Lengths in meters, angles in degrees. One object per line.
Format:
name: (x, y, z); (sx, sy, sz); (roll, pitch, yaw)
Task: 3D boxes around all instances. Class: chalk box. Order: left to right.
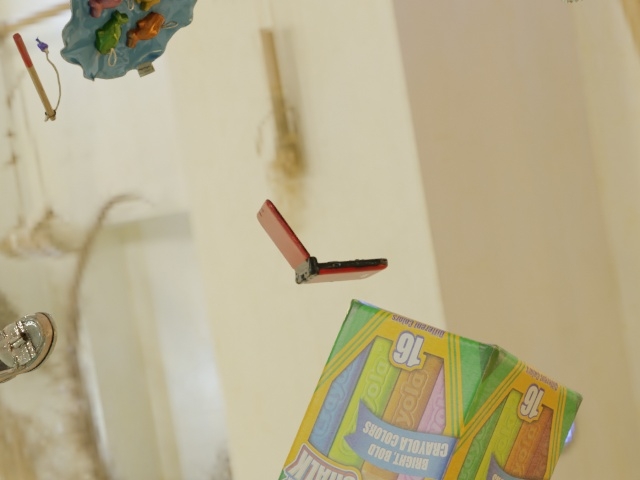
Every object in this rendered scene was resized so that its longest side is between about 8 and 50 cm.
chalk box: (0.064, 0.170, 1.013); (0.132, 0.213, 0.132); (16, -8, 40)

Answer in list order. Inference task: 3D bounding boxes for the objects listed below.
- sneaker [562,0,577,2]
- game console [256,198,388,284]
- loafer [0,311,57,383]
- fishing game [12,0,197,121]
sneaker: (0.243, -0.304, 0.993); (0.293, 0.146, 0.102); (-39, 18, 11)
game console: (0.000, 0.000, 1.583); (0.124, 0.085, 0.144); (-5, -5, -7)
loafer: (-0.276, 0.101, 1.295); (0.039, 0.045, 0.125); (-13, -15, -45)
fishing game: (-0.167, -0.219, 1.385); (0.264, 0.041, 0.189); (-41, -23, -17)
